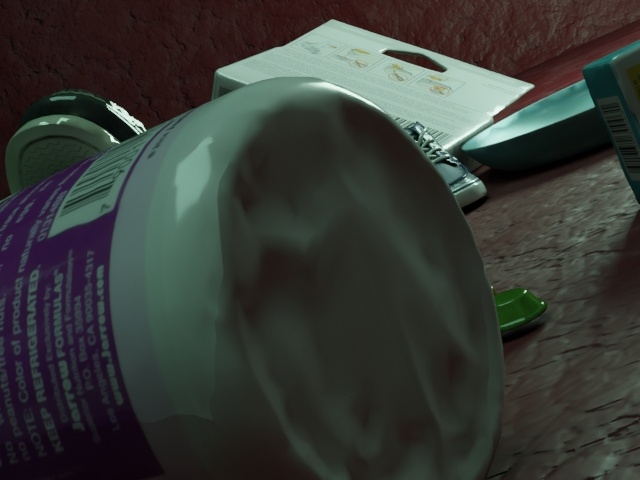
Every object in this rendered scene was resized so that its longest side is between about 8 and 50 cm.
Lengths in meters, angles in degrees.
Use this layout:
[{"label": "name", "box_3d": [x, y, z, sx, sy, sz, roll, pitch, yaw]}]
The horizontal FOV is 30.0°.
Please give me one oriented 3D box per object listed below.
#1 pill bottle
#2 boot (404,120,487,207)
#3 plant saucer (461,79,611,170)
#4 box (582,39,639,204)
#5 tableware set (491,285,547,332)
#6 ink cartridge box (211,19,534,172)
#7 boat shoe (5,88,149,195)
[{"label": "pill bottle", "box_3d": [-0.094, 0.061, 0.478, 0.302, 0.169, 0.169, -20, 8, 37]}, {"label": "boot", "box_3d": [0.100, -0.069, 1.158, 0.069, 0.086, 0.190, -26, 6, -9]}, {"label": "plant saucer", "box_3d": [0.295, -0.140, 1.202, 0.318, 0.043, 0.317, -24, 6, 3]}, {"label": "box", "box_3d": [0.297, -0.116, 0.746, 0.244, 0.100, 0.060, -25, 6, -4]}, {"label": "tableware set", "box_3d": [0.039, 0.063, 0.625, 0.154, 0.024, 0.104, -26, 10, -19]}, {"label": "ink cartridge box", "box_3d": [0.066, -0.163, 1.407, 0.296, 0.066, 0.261, 22, 32, 24]}, {"label": "boat shoe", "box_3d": [-0.075, -0.011, 0.594, 0.084, 0.079, 0.233, -8, -29, 22]}]
